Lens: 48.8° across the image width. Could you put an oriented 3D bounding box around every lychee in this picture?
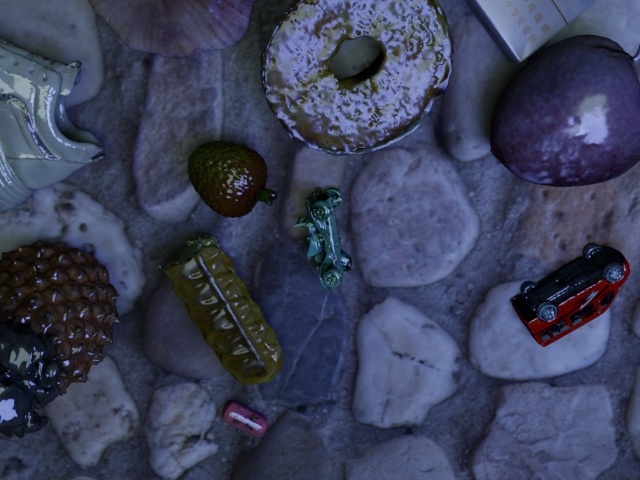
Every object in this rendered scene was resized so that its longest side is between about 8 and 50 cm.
[{"bbox_3d":[-0.131,-0.091,1.052,0.146,0.114,0.114,28,105,2],"label":"lychee"}]

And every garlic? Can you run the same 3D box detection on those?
[{"bbox_3d":[-0.199,-0.355,0.890,0.244,0.253,0.245,1,103,3],"label":"garlic"}]

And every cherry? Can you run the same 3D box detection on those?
[{"bbox_3d":[0.374,-0.182,1.026,0.266,0.183,0.213,-28,101,21],"label":"cherry"}]

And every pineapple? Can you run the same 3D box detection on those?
[{"bbox_3d":[-0.413,0.149,0.984,0.222,0.357,0.223,-1,112,-3],"label":"pineapple"}]

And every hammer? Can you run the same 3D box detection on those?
[{"bbox_3d":[-0.132,0.312,1.227,0.083,0.043,0.043,30,104,-14],"label":"hammer"}]

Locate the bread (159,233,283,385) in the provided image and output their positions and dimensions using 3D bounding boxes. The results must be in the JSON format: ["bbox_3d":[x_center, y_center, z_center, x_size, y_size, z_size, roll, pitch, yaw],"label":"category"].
[{"bbox_3d":[-0.148,0.121,1.137,0.087,0.098,0.270,-10,117,44],"label":"bread"}]

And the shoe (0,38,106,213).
[{"bbox_3d":[-0.437,-0.224,0.982,0.210,0.132,0.342,-21,113,-1],"label":"shoe"}]

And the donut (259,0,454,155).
[{"bbox_3d":[0.050,-0.260,1.002,0.271,0.107,0.272,-3,121,-5],"label":"donut"}]

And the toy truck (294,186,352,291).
[{"bbox_3d":[0.000,-0.001,1.116,0.077,0.080,0.154,-3,110,19],"label":"toy truck"}]

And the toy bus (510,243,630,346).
[{"bbox_3d":[0.424,0.091,1.177,0.195,0.081,0.089,-33,118,7],"label":"toy bus"}]

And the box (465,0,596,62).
[{"bbox_3d":[0.330,-0.389,1.012,0.233,0.067,0.149,-39,109,9],"label":"box"}]
